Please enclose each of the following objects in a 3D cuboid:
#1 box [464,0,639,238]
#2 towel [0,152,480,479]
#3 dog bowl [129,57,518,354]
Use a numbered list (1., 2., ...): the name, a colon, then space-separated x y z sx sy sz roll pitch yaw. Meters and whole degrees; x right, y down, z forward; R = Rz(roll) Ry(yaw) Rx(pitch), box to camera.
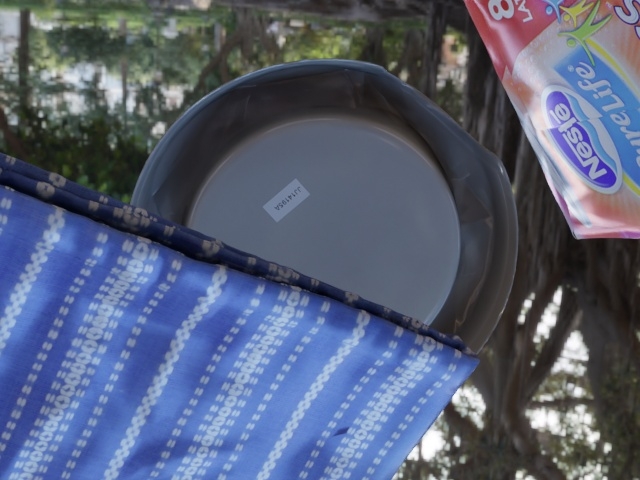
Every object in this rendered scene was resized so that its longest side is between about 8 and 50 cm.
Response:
1. box: 0.229 -0.134 0.352 0.299 0.142 0.154 -34 -167 -21
2. towel: -0.117 0.095 0.376 0.335 0.243 0.040 22 -161 -22
3. dog bowl: 0.000 0.000 0.759 0.348 0.349 0.102 1 -161 -7
